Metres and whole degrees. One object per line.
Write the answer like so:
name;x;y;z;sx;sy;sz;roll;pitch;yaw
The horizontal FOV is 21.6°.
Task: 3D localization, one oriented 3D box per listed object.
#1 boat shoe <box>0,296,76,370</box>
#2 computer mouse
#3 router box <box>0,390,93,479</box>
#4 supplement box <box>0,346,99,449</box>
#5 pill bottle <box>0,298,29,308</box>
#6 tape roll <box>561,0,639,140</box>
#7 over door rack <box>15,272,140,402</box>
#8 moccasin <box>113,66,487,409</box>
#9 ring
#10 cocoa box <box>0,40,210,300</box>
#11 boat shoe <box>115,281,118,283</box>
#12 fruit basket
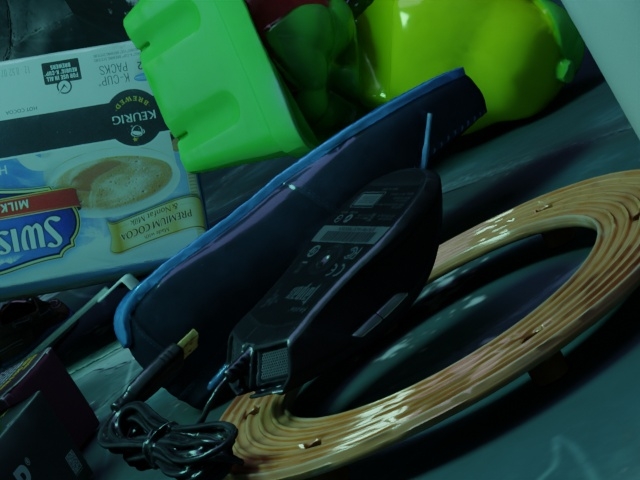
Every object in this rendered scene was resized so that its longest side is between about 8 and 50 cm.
boat shoe;-0.325;0.092;1.894;0.066;0.066;0.183;-29;11;9
computer mouse;-0.025;0.062;1.066;0.262;0.060;0.184;-50;21;-24
router box;-0.318;0.242;1.150;0.243;0.081;0.309;-27;11;20
supplement box;-0.288;0.176;1.371;0.188;0.081;0.104;-28;11;21
pill bottle;-0.409;0.109;1.999;0.087;0.087;0.160;-28;12;19
tape roll;0.287;-0.157;1.049;0.246;0.169;0.246;-31;10;6
over door rack;-0.332;0.137;1.606;0.324;0.108;0.239;-27;12;23
moccasin;0.000;0.000;1.303;0.342;0.117;0.138;-38;-1;-8
ring;0.079;0.056;1.033;0.336;0.032;0.336;-30;10;6
cocoa box;-0.306;-0.057;1.737;0.347;0.228;0.231;-10;-3;-10
boat shoe;-0.241;-0.028;2.120;0.116;0.099;0.319;-31;11;2
fruit basket;0.056;-0.207;1.619;0.392;0.283;0.392;-23;-1;-1
